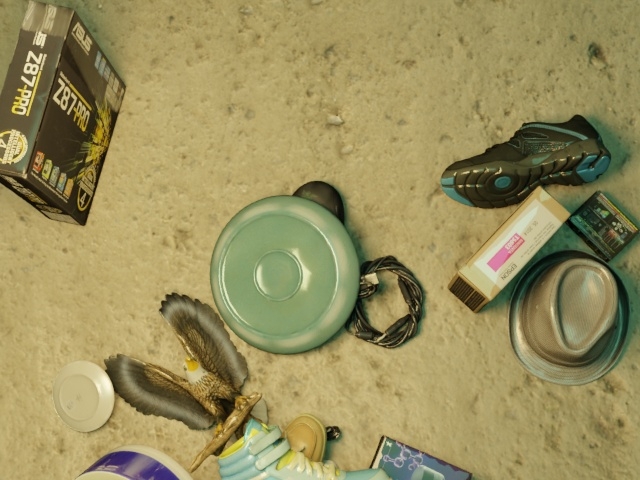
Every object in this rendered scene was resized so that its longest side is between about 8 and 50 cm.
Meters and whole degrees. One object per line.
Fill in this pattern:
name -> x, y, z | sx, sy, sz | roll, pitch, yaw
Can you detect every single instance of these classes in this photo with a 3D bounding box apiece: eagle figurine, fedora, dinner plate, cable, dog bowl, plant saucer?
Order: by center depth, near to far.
dog bowl -> -0.339, 0.516, 1.767 | 0.265, 0.104, 0.265 | 8, 110, 24
eagle figurine -> -0.241, 0.268, 1.866 | 0.226, 0.225, 0.298 | -15, 39, -42
fedora -> 0.499, 0.144, 1.893 | 0.243, 0.124, 0.275 | 21, 80, 5
dinner plate -> -0.471, 0.307, 1.897 | 0.141, 0.017, 0.141 | 0, 91, 20
plant saucer -> -0.079, 0.068, 1.900 | 0.317, 0.044, 0.317 | 0, 90, 17
cable -> 0.134, 0.120, 1.938 | 0.150, 0.047, 0.184 | 14, 78, 5

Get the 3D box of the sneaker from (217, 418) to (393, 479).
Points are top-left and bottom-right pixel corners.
sneaker -> -0.037, 0.408, 1.737 | 0.319, 0.127, 0.208 | -13, 89, -4

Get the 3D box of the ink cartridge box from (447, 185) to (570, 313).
ink cartridge box -> 0.363, 0.023, 1.883 | 0.088, 0.193, 0.235 | 44, 83, 8

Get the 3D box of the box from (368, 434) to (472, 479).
box -> 0.153, 0.527, 1.834 | 0.184, 0.103, 0.261 | 22, 80, 7

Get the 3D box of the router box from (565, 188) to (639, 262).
router box -> 0.576, -0.029, 1.970 | 0.092, 0.038, 0.122 | -42, 82, -7

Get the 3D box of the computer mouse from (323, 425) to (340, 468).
computer mouse -> 0.008, 0.464, 1.874 | 0.106, 0.042, 0.193 | -14, 79, -3

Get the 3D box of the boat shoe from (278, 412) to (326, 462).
boat shoe -> -0.081, 0.461, 1.828 | 0.104, 0.089, 0.285 | 27, 89, 20

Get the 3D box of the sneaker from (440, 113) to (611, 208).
sneaker -> 0.409, -0.162, 1.976 | 0.341, 0.125, 0.139 | -11, 51, 1

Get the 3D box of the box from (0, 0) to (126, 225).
box -> -0.496, -0.223, 1.835 | 0.097, 0.395, 0.318 | 11, 78, 4

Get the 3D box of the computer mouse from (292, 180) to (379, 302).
computer mouse -> 0.000, 0.000, 1.929 | 0.188, 0.072, 0.272 | -17, 72, 14
